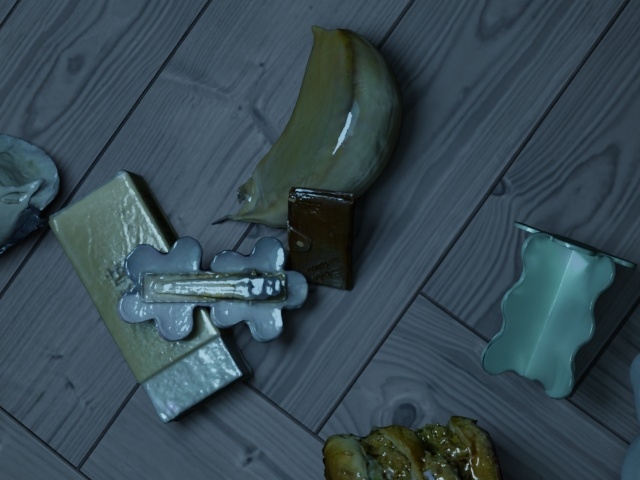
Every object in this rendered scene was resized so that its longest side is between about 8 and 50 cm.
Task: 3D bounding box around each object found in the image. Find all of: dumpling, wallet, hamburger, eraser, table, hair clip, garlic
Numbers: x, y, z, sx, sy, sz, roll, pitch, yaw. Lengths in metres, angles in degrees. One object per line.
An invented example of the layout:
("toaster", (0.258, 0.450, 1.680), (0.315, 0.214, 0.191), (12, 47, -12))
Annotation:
("dumpling", (-0.518, -0.054, 1.746), (0.293, 0.204, 0.163), (-18, 113, -7))
("wallet", (0.000, 0.000, 1.638), (0.095, 0.176, 0.026), (10, 48, 7))
("hamburger", (0.124, 0.338, 1.554), (0.211, 0.260, 0.245), (-16, 126, -7))
("eraser", (-0.241, 0.078, 1.710), (0.144, 0.078, 0.343), (-33, 80, 7))
("table", (0.300, 0.095, 1.581), (0.166, 0.166, 0.198), (20, 96, 11))
("hair clip", (-0.144, 0.067, 1.633), (0.257, 0.075, 0.146), (0, 91, -1))
("garlic", (-0.001, -0.122, 1.678), (0.196, 0.151, 0.338), (34, 102, 33))

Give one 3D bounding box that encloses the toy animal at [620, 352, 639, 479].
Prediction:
("toy animal", (0.444, 0.274, 1.535), (0.208, 0.154, 0.325), (35, 96, 18))
